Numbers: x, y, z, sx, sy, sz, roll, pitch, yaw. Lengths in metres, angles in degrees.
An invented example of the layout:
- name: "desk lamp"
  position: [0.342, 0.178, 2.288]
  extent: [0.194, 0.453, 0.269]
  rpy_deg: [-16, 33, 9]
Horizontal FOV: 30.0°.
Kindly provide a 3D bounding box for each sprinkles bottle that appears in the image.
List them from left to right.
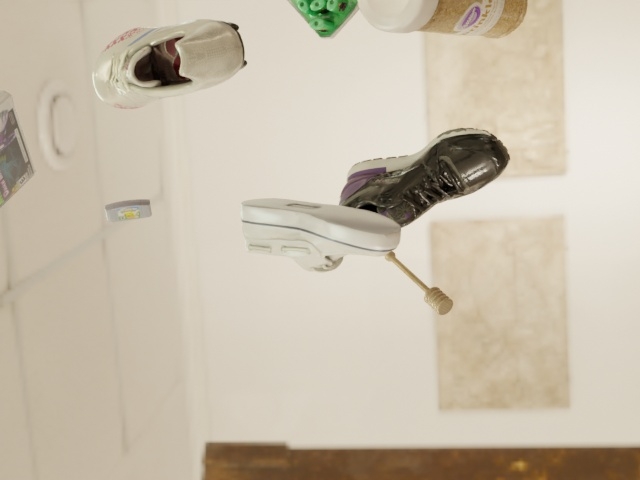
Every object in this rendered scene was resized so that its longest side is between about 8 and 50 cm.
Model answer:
- name: "sprinkles bottle"
  position: [0.201, -0.385, 1.889]
  extent: [0.355, 0.121, 0.121]
  rpy_deg: [-11, -80, -54]

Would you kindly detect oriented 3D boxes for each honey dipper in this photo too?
- name: "honey dipper"
  position: [0.144, 0.060, 1.826]
  extent: [0.160, 0.030, 0.030]
  rpy_deg: [43, 151, 44]

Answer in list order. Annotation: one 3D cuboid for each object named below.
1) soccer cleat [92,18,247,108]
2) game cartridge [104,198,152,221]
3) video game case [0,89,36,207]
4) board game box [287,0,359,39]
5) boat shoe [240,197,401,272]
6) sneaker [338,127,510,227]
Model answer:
- name: "soccer cleat"
  position: [-0.255, -0.254, 1.721]
  extent: [0.143, 0.331, 0.116]
  rpy_deg: [-23, -79, -45]
- name: "game cartridge"
  position: [-0.354, -0.056, 2.199]
  extent: [0.056, 0.083, 0.017]
  rpy_deg: [94, 166, -60]
- name: "video game case"
  position: [-0.503, -0.105, 1.770]
  extent: [0.173, 0.022, 0.190]
  rpy_deg: [-50, -21, -28]
- name: "board game box"
  position: [0.010, -0.594, 1.919]
  extent: [0.390, 0.390, 0.050]
  rpy_deg: [50, -160, 17]
- name: "boat shoe"
  position: [0.000, 0.000, 1.555]
  extent: [0.095, 0.258, 0.084]
  rpy_deg: [-13, -72, -43]
- name: "sneaker"
  position: [0.145, -0.066, 1.736]
  extent: [0.107, 0.283, 0.124]
  rpy_deg: [50, -137, -25]
